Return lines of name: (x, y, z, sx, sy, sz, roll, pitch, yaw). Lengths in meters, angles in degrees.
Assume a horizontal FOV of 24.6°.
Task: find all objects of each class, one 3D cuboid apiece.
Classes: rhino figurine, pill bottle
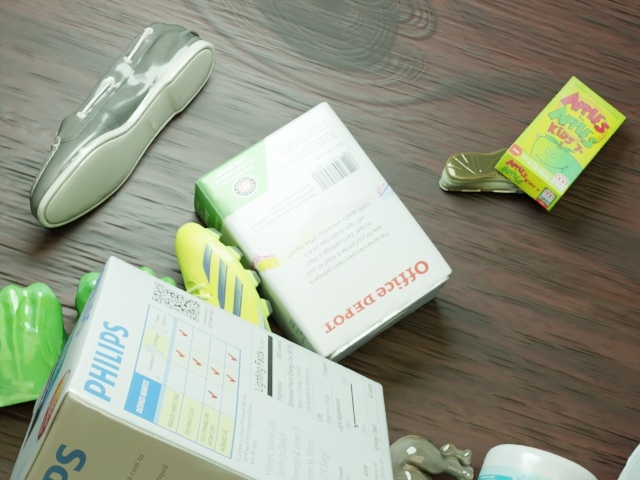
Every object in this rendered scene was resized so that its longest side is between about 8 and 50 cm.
rhino figurine: (0.105, 0.349, 1.772, 0.106, 0.073, 0.243, 20, 72, -4)
pill bottle: (0.229, 0.386, 1.736, 0.146, 0.146, 0.264, 21, 71, 0)

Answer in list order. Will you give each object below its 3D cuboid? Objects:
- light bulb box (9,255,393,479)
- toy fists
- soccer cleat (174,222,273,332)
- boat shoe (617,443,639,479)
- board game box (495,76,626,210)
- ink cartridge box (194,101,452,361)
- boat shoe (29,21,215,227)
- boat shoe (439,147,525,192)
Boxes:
light bulb box: (-0.128, 0.242, 1.569, 0.361, 0.358, 0.225, 26, 108, -10)
toy fists: (-0.302, 0.112, 1.788, 0.279, 0.096, 0.142, -11, 86, -12)
soccer cleat: (-0.116, 0.115, 1.792, 0.121, 0.093, 0.289, -27, 87, -21)
boat shoe: (0.390, 0.362, 1.759, 0.135, 0.156, 0.367, 24, 88, 6)
board game box: (0.319, -0.130, 1.947, 0.092, 0.043, 0.181, 39, 56, 7)
ink cartridge box: (0.000, 0.000, 1.849, 0.201, 0.117, 0.278, -33, 78, -16)
boat shoe: (-0.269, -0.152, 1.879, 0.095, 0.112, 0.335, 31, 64, 22)
boat shoe: (0.235, -0.086, 1.951, 0.153, 0.048, 0.056, -4, 60, -15)
